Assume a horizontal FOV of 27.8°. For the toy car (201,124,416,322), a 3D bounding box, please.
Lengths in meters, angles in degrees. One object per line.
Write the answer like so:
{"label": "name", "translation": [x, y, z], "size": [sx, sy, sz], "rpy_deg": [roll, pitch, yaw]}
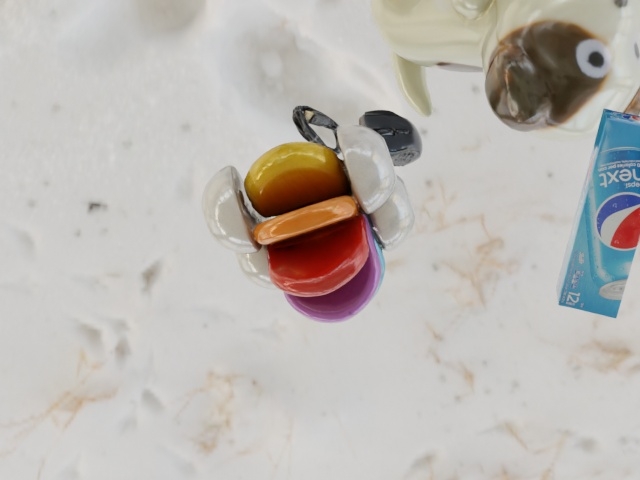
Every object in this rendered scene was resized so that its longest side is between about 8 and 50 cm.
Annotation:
{"label": "toy car", "translation": [0.000, 0.000, 1.074], "size": [0.159, 0.136, 0.182], "rpy_deg": [-20, 152, 7]}

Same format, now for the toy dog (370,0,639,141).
{"label": "toy dog", "translation": [0.224, -0.282, 1.584], "size": [0.284, 0.408, 0.395], "rpy_deg": [8, 119, -39]}

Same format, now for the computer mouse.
{"label": "computer mouse", "translation": [0.051, -0.127, 1.491], "size": [0.041, 0.242, 0.071], "rpy_deg": [-23, 76, 32]}

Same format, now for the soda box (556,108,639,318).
{"label": "soda box", "translation": [0.310, -0.029, 1.384], "size": [0.067, 0.071, 0.210], "rpy_deg": [13, 106, 6]}
